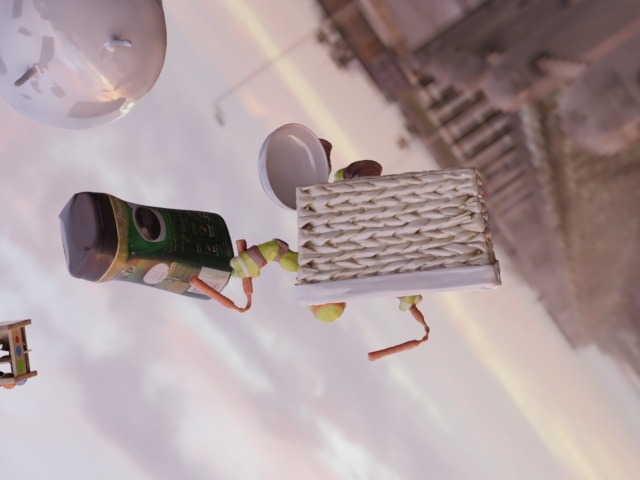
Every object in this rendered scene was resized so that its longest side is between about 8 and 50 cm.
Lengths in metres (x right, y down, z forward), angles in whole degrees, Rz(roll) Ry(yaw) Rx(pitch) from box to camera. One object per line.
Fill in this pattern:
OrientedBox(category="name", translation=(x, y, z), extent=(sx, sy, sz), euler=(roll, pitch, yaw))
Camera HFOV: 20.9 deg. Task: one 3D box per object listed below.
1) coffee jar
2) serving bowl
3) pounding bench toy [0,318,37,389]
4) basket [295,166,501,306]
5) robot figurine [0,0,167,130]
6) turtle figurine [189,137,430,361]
OrientedBox(category="coffee jar", translation=(-0.189, 0.006, 1.864), extent=(0.184, 0.079, 0.096), euler=(11, -133, -34))
OrientedBox(category="serving bowl", translation=(-0.030, -0.067, 1.625), extent=(0.027, 0.083, 0.083), euler=(-8, 128, 45))
OrientedBox(category="pounding bench toy", translation=(-0.320, 0.116, 1.697), extent=(0.083, 0.052, 0.065), euler=(-15, -81, -73))
OrientedBox(category="basket", translation=(0.065, -0.003, 1.459), extent=(0.113, 0.167, 0.103), euler=(10, -104, -82))
OrientedBox(category="robot figurine", translation=(-0.271, -0.241, 1.900), extent=(0.199, 0.300, 0.353), euler=(55, -174, -22))
OrientedBox(category="turtle figurine", translation=(0.000, 0.000, 1.825), extent=(0.087, 0.270, 0.217), euler=(127, 151, -54))
